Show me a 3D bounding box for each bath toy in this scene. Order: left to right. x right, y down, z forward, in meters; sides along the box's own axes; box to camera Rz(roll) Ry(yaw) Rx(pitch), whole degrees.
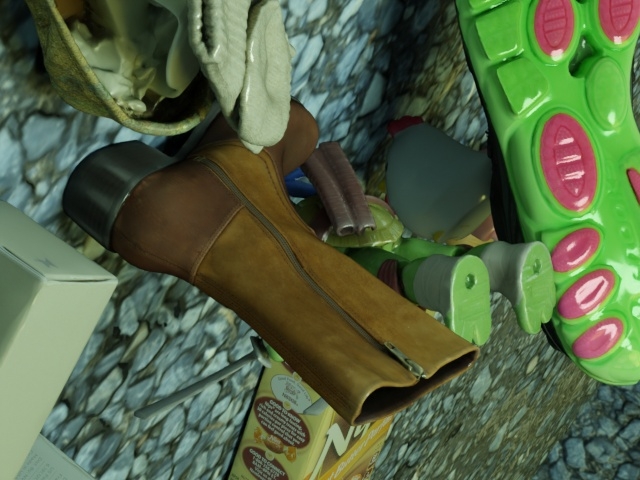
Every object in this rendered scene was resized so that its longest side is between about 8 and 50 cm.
[{"bbox_3d":[0.151,-0.055,1.611,0.151,0.129,0.348,-43,162,18],"label":"bath toy"}]

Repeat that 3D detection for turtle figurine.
[{"bbox_3d":[0.042,0.069,1.303,0.198,0.266,0.275,38,66,-43],"label":"turtle figurine"}]

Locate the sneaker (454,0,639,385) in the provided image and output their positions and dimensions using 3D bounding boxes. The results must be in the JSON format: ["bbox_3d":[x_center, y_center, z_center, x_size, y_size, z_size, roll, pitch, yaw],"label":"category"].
[{"bbox_3d":[0.196,-0.112,1.380,0.202,0.185,0.483,153,-69,-77],"label":"sneaker"}]

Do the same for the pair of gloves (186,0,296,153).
[{"bbox_3d":[-0.039,-0.179,0.959,0.204,0.042,0.240,70,21,-71],"label":"pair of gloves"}]

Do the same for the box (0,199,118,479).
[{"bbox_3d":[-0.248,0.114,1.017,0.275,0.113,0.094,-60,159,10],"label":"box"}]

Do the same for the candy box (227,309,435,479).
[{"bbox_3d":[0.001,0.191,1.676,0.183,0.087,0.316,-28,144,-51],"label":"candy box"}]

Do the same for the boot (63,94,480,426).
[{"bbox_3d":[0.000,0.000,1.150,0.264,0.280,0.096,-19,137,-57],"label":"boot"}]

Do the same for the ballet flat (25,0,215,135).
[{"bbox_3d":[-0.122,-0.170,0.888,0.123,0.123,0.348,-50,157,-18],"label":"ballet flat"}]

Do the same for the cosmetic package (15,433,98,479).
[{"bbox_3d":[-0.166,0.288,1.270,0.138,0.224,0.224,-52,157,-13],"label":"cosmetic package"}]
